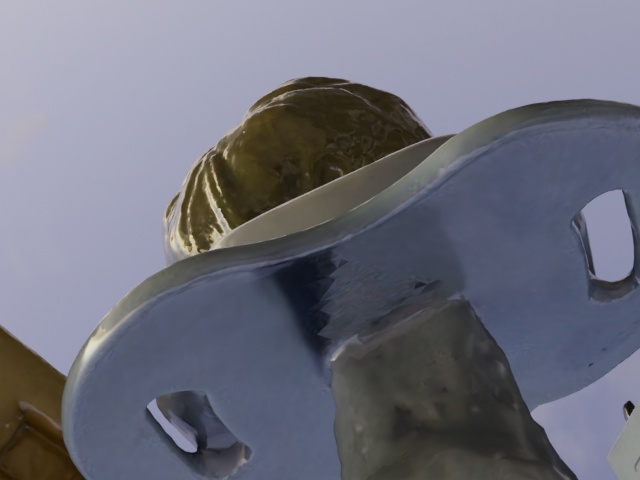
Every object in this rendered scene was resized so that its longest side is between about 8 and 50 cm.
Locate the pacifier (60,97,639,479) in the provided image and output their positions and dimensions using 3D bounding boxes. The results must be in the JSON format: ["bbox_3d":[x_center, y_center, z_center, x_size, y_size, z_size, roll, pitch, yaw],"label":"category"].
[{"bbox_3d":[0.049,0.076,0.489,0.279,0.227,0.207,-25,-131,3],"label":"pacifier"}]

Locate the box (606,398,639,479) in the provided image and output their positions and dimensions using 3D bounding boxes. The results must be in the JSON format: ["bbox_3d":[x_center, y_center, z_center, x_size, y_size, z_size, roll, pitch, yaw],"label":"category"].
[{"bbox_3d":[0.269,0.123,0.740,0.045,0.270,0.211,-12,-129,-21],"label":"box"}]

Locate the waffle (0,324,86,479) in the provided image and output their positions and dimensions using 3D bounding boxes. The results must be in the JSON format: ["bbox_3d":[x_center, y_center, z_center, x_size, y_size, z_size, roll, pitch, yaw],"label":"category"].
[{"bbox_3d":[-0.228,0.119,0.538,0.221,0.055,0.248,37,-115,-2],"label":"waffle"}]

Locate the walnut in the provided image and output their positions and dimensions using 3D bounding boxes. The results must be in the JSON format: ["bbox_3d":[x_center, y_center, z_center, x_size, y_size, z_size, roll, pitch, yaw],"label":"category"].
[{"bbox_3d":[-0.002,0.001,1.148,0.282,0.277,0.253,-34,-178,-1],"label":"walnut"}]
